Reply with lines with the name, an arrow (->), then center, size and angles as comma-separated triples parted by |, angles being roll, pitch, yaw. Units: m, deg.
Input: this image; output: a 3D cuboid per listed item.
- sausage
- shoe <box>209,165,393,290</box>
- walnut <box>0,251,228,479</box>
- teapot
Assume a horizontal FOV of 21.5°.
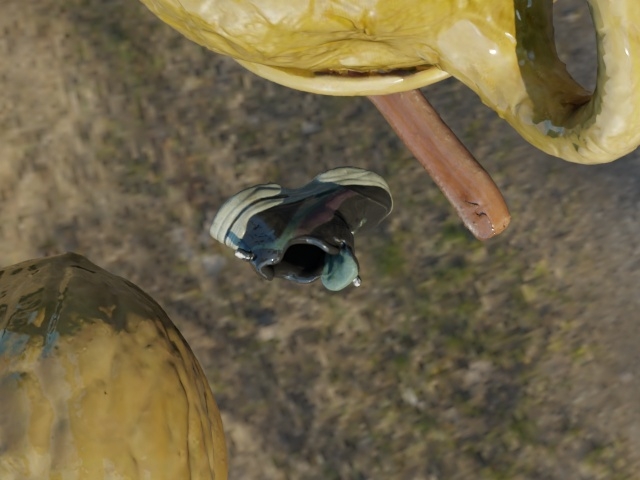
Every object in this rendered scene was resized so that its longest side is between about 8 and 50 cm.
sausage -> 0.079, -0.080, 1.281 | 0.186, 0.043, 0.043 | 52, 132, 8
shoe -> 0.000, 0.000, 1.367 | 0.099, 0.169, 0.071 | 56, 139, 30
walnut -> -0.160, 0.136, 0.979 | 0.225, 0.225, 0.260 | 3, 82, 43
teapot -> 0.019, -0.119, 0.599 | 0.311, 0.203, 0.167 | 45, 152, 40
